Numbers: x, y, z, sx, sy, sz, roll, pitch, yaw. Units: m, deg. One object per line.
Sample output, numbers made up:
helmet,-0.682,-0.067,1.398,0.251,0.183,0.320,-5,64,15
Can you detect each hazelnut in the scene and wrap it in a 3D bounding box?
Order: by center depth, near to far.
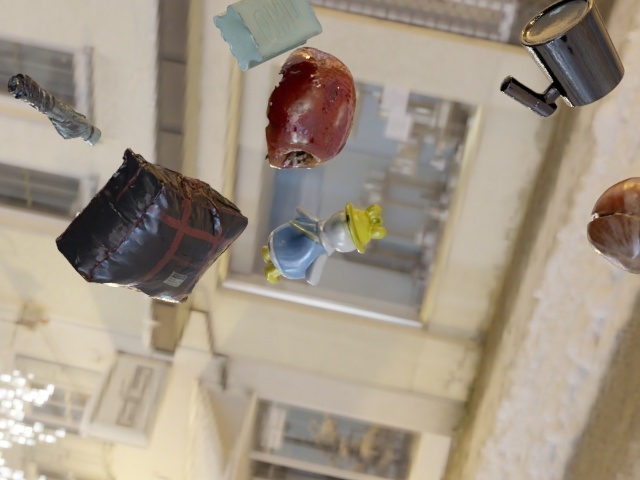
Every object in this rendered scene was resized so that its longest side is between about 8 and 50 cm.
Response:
hazelnut,0.559,-0.018,1.983,0.182,0.182,0.182,12,-90,-88

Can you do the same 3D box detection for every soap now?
soap,-0.092,-0.390,2.051,0.063,0.114,0.198,-25,8,42

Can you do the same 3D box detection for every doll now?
doll,0.000,0.001,1.998,0.099,0.241,0.135,60,-158,-29

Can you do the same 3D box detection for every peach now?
peach,-0.005,-0.273,2.181,0.159,0.154,0.267,85,-158,-56

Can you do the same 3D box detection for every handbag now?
handbag,-0.215,-0.015,1.494,0.169,0.155,0.215,-55,-31,8

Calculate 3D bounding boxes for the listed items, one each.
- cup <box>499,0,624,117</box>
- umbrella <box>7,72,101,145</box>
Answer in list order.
cup,0.497,-0.376,2.368,0.177,0.239,0.166,51,-148,-26
umbrella,-0.432,-0.208,1.845,0.050,0.046,0.188,-50,-41,2
